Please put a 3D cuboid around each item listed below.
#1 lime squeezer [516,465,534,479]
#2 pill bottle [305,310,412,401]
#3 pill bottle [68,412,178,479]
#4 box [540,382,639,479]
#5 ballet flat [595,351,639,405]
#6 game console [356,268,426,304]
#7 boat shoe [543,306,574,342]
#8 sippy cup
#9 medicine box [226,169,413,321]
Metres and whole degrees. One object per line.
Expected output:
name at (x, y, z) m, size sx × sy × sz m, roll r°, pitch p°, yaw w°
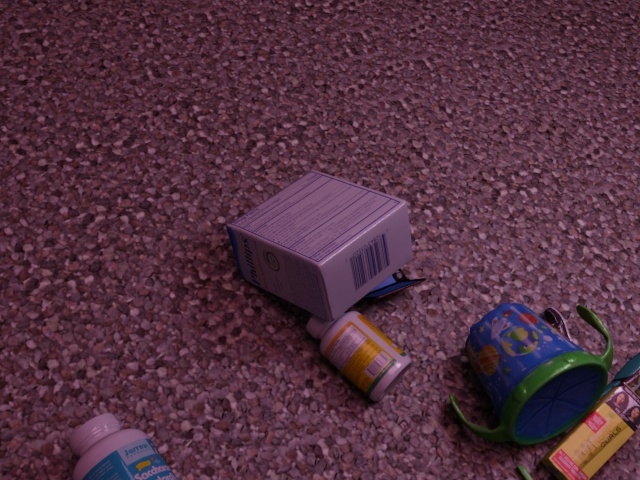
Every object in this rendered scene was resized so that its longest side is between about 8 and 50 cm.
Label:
lime squeezer at (0.437, 0.571, 1.472) m, size 0.110 × 0.058 × 0.310 m, roll 10°, pitch 54°, yaw -6°
pill bottle at (0.073, 0.218, 1.607) m, size 0.208 × 0.117 × 0.118 m, roll 40°, pitch 56°, yaw 16°
pill bottle at (-0.323, 0.425, 1.345) m, size 0.146 × 0.146 × 0.264 m, roll -30°, pitch 66°, yaw -30°
box at (0.555, 0.394, 1.588) m, size 0.232 × 0.058 × 0.087 m, roll -38°, pitch 75°, yaw -15°
ballet flat at (0.661, 0.323, 1.705) m, size 0.222 × 0.077 × 0.079 m, roll -32°, pitch 86°, yaw -25°
game console at (0.137, 0.081, 1.743) m, size 0.144 × 0.085 × 0.124 m, roll -18°, pitch 61°, yaw -25°
boat shoe at (0.529, 0.208, 1.769) m, size 0.038 × 0.046 × 0.125 m, roll -8°, pitch 65°, yaw -24°
sippy cup at (0.416, 0.253, 1.599) m, size 0.306 × 0.240 × 0.224 m, roll -9°, pitch 40°, yaw -25°
medicine box at (0.000, 0.000, 1.663) m, size 0.289 × 0.149 × 0.263 m, roll 22°, pitch 46°, yaw 41°
